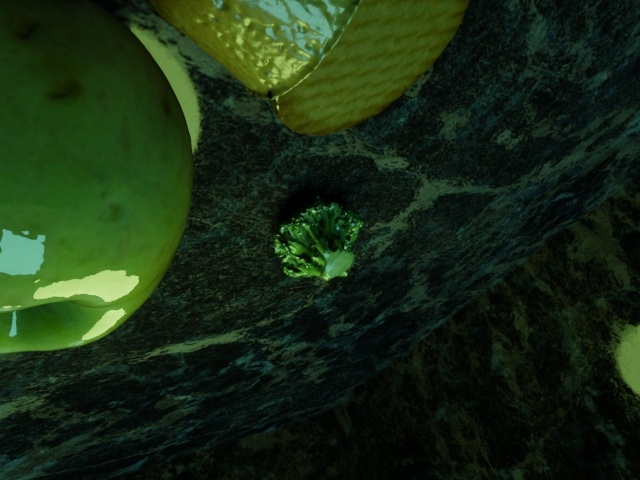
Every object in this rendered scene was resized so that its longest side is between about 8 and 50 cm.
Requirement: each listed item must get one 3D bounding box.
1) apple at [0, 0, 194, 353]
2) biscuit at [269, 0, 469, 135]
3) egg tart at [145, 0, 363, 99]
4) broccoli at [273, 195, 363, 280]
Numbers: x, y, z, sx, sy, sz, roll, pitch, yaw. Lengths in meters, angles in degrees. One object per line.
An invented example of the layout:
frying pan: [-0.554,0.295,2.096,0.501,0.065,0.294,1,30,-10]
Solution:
apple: [-0.270,-0.049,0.441,0.338,0.305,0.338,-24,153,-13]
biscuit: [0.066,-0.260,0.631,0.318,0.040,0.318,-31,160,-13]
egg tart: [-0.068,-0.243,0.435,0.147,0.202,0.202,14,131,-40]
broccoli: [0.000,0.000,0.948,0.195,0.156,0.195,-10,114,-23]
